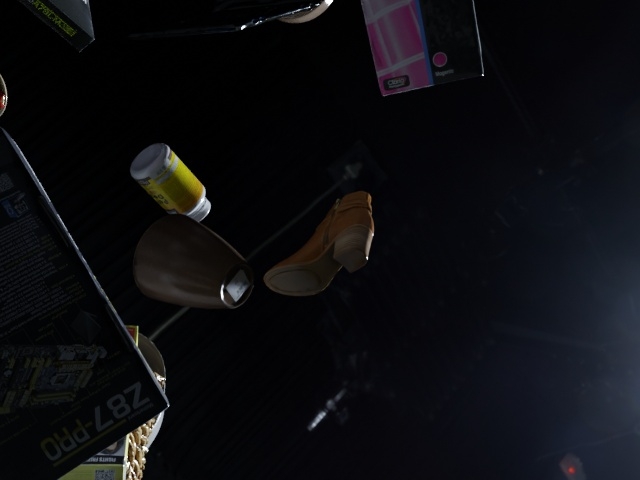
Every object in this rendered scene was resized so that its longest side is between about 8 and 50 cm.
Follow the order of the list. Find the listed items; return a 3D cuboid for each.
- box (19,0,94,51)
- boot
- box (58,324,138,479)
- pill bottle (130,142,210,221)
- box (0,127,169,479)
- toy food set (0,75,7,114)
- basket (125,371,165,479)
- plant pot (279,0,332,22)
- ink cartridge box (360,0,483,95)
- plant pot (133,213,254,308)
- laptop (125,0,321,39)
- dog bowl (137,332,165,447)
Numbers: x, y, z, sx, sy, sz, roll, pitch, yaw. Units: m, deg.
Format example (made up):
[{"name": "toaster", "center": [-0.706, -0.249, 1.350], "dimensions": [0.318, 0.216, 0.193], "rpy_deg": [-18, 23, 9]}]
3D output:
[{"name": "box", "center": [-0.489, -0.453, 1.111], "dimensions": [0.184, 0.045, 0.190], "rpy_deg": [37, 23, -47]}, {"name": "boot", "center": [0.000, 0.000, 1.480], "dimensions": [0.283, 0.220, 0.109], "rpy_deg": [-29, -57, 30]}, {"name": "box", "center": [-0.275, 0.199, 0.775], "dimensions": [0.232, 0.087, 0.058], "rpy_deg": [-106, -154, -56]}, {"name": "pill bottle", "center": [-0.379, -0.140, 1.620], "dimensions": [0.117, 0.117, 0.215], "rpy_deg": [24, -21, 47]}, {"name": "box", "center": [-0.388, 0.124, 0.568], "dimensions": [0.318, 0.395, 0.097], "rpy_deg": [61, -19, -9]}, {"name": "toy food set", "center": [-0.420, -0.185, 0.765], "dimensions": [0.083, 0.020, 0.082], "rpy_deg": [-6, -69, 21]}, {"name": "basket", "center": [-0.426, 0.285, 0.974], "dimensions": [0.299, 0.223, 0.213], "rpy_deg": [9, -20, 6]}, {"name": "plant pot", "center": [-0.098, -0.701, 1.582], "dimensions": [0.263, 0.263, 0.229], "rpy_deg": [44, 19, 7]}, {"name": "ink cartridge box", "center": [0.147, -0.432, 1.009], "dimensions": [0.176, 0.069, 0.371], "rpy_deg": [-9, -66, 15]}, {"name": "plant pot", "center": [-0.270, 0.069, 1.447], "dimensions": [0.230, 0.215, 0.215], "rpy_deg": [18, -33, 34]}, {"name": "laptop", "center": [-0.118, -0.380, 0.878], "dimensions": [0.234, 0.264, 0.136], "rpy_deg": [11, -57, 40]}, {"name": "dog bowl", "center": [-0.466, 0.323, 1.220], "dimensions": [0.349, 0.349, 0.102], "rpy_deg": [32, -41, 36]}]
